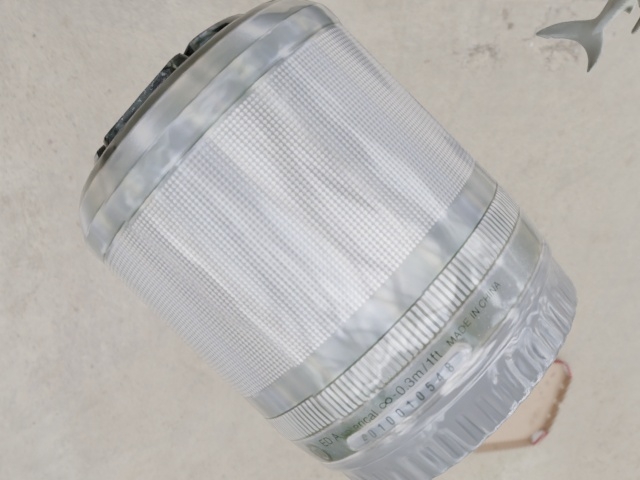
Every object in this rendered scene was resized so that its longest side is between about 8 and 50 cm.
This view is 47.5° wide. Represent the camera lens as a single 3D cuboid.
[{"bbox_3d":[0.000,0.000,0.485,0.274,0.219,0.219,45,88,-3],"label":"camera lens"}]

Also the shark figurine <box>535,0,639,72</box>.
[{"bbox_3d":[0.375,-0.328,0.904,0.116,0.278,0.166,35,91,-2],"label":"shark figurine"}]
